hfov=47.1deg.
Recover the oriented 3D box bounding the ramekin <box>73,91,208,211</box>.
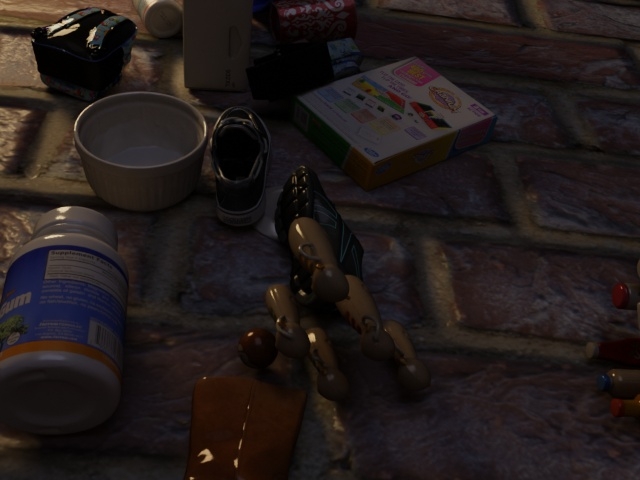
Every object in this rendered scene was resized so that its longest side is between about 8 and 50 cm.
[{"bbox_3d":[-0.287,-0.139,1.186,0.207,0.109,0.207,5,43,-5],"label":"ramekin"}]

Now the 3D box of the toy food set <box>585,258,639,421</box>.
[{"bbox_3d":[0.434,0.135,1.017,0.105,0.111,0.232,3,75,-7],"label":"toy food set"}]

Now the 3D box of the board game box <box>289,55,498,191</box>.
[{"bbox_3d":[0.138,-0.231,1.388,0.317,0.064,0.242,-23,53,-30],"label":"board game box"}]

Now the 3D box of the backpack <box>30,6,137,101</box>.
[{"bbox_3d":[-0.432,-0.361,1.383,0.158,0.117,0.173,19,45,10],"label":"backpack"}]

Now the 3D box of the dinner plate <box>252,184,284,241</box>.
[{"bbox_3d":[-0.050,-0.050,1.203,0.141,0.017,0.141,6,44,-6],"label":"dinner plate"}]

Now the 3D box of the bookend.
[{"bbox_3d":[-0.086,-0.320,1.389,0.156,0.072,0.157,-28,26,-31],"label":"bookend"}]

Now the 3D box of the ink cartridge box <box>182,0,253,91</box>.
[{"bbox_3d":[-0.209,-0.475,1.464,0.129,0.223,0.307,0,44,-9],"label":"ink cartridge box"}]

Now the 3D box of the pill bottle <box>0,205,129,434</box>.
[{"bbox_3d":[-0.319,0.087,0.915,0.152,0.152,0.272,-1,44,-11],"label":"pill bottle"}]

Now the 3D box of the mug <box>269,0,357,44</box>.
[{"bbox_3d":[-0.022,-0.475,1.605,0.169,0.150,0.113,-12,84,-16],"label":"mug"}]

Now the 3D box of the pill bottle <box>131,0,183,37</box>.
[{"bbox_3d":[-0.355,-0.509,1.571,0.087,0.087,0.160,-13,48,-22],"label":"pill bottle"}]

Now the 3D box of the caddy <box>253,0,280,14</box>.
[{"bbox_3d":[-0.093,-0.650,1.591,0.179,0.341,0.241,-8,64,-36],"label":"caddy"}]

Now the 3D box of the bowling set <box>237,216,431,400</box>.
[{"bbox_3d":[0.001,0.135,0.925,0.200,0.287,0.154,-39,31,7],"label":"bowling set"}]

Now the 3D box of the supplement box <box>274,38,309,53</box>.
[{"bbox_3d":[-0.049,-0.380,1.524,0.083,0.043,0.055,-27,54,-31],"label":"supplement box"}]

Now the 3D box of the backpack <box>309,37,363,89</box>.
[{"bbox_3d":[0.030,-0.345,1.463,0.114,0.105,0.084,-27,77,-34],"label":"backpack"}]

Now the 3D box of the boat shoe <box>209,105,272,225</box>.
[{"bbox_3d":[-0.138,-0.156,1.226,0.108,0.102,0.301,-1,42,-1],"label":"boat shoe"}]

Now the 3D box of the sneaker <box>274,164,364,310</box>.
[{"bbox_3d":[0.000,0.000,1.115,0.106,0.101,0.267,16,46,-31],"label":"sneaker"}]

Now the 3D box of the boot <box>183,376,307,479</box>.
[{"bbox_3d":[-0.039,0.286,0.835,0.264,0.096,0.280,7,32,-1],"label":"boot"}]
